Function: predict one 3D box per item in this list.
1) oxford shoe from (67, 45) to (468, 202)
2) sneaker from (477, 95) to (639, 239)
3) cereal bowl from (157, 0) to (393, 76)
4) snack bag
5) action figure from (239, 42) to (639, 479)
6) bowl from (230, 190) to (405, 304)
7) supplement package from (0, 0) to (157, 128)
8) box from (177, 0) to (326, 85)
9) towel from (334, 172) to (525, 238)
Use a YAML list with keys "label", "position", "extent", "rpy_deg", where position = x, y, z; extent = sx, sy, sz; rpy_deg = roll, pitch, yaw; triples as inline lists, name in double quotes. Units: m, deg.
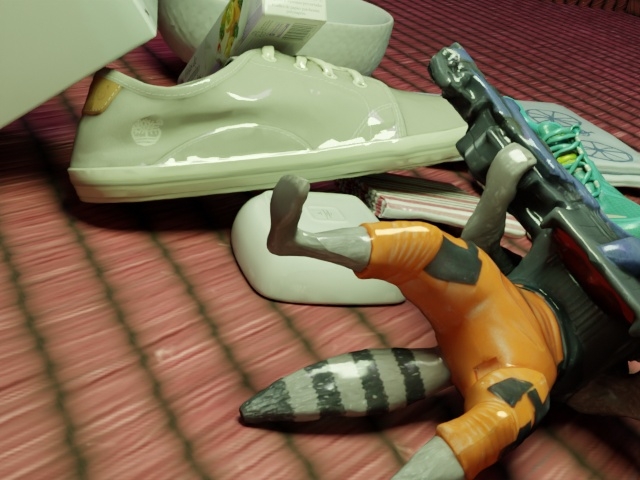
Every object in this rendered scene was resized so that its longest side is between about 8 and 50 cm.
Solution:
- label: "oxford shoe"
  position: [-0.015, -0.121, 0.829]
  extent: [0.449, 0.130, 0.169]
  rpy_deg: [-8, 7, -24]
- label: "sneaker"
  position: [0.252, -0.069, 0.938]
  extent: [0.107, 0.110, 0.275]
  rpy_deg: [-14, 35, -23]
- label: "cereal bowl"
  position: [-0.074, -0.286, 1.247]
  extent: [0.339, 0.141, 0.339]
  rpy_deg: [10, 24, -5]
- label: "snack bag"
  position: [0.261, -0.148, 1.230]
  extent: [0.342, 0.037, 0.323]
  rpy_deg: [3, 24, -14]
- label: "action figure"
  position: [0.105, 0.026, 0.601]
  extent: [0.330, 0.178, 0.341]
  rpy_deg: [-1, 51, -39]
- label: "bowl"
  position: [0.000, 0.000, 0.749]
  extent: [0.142, 0.053, 0.142]
  rpy_deg: [2, 26, -20]
- label: "supplement package"
  position: [-0.307, -0.220, 0.767]
  extent: [0.262, 0.199, 0.198]
  rpy_deg: [-29, 27, 5]
- label: "box"
  position: [-0.083, -0.197, 0.917]
  extent: [0.067, 0.063, 0.324]
  rpy_deg: [2, -11, -22]
- label: "towel"
  position: [0.102, -0.037, 0.871]
  extent: [0.144, 0.029, 0.197]
  rpy_deg: [8, 13, -15]
